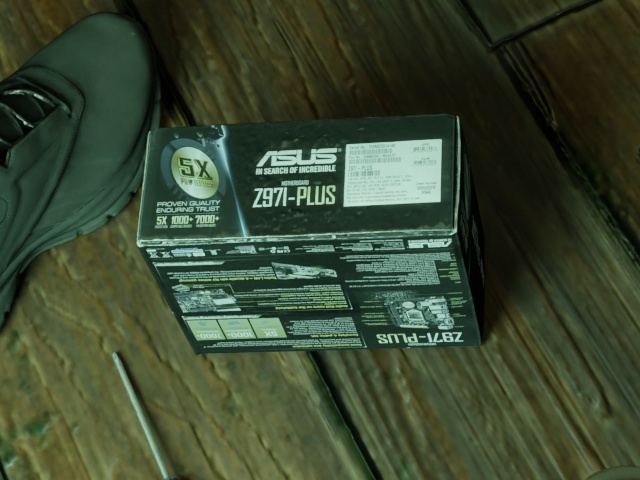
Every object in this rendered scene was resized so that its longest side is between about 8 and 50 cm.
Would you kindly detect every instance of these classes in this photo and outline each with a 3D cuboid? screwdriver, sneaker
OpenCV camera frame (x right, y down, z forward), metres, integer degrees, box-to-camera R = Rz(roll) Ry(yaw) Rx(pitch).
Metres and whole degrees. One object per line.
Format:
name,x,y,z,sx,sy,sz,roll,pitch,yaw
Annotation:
screwdriver,-0.091,0.131,1.080,0.025,0.024,0.170,-3,49,-25
sneaker,-0.201,-0.041,1.131,0.109,0.130,0.286,24,67,24

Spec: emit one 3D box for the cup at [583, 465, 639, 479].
cup,0.116,0.300,0.802,0.237,0.331,0.331,-36,55,28

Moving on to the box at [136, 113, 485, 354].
box,0.000,0.000,1.058,0.180,0.147,0.078,-3,61,11
